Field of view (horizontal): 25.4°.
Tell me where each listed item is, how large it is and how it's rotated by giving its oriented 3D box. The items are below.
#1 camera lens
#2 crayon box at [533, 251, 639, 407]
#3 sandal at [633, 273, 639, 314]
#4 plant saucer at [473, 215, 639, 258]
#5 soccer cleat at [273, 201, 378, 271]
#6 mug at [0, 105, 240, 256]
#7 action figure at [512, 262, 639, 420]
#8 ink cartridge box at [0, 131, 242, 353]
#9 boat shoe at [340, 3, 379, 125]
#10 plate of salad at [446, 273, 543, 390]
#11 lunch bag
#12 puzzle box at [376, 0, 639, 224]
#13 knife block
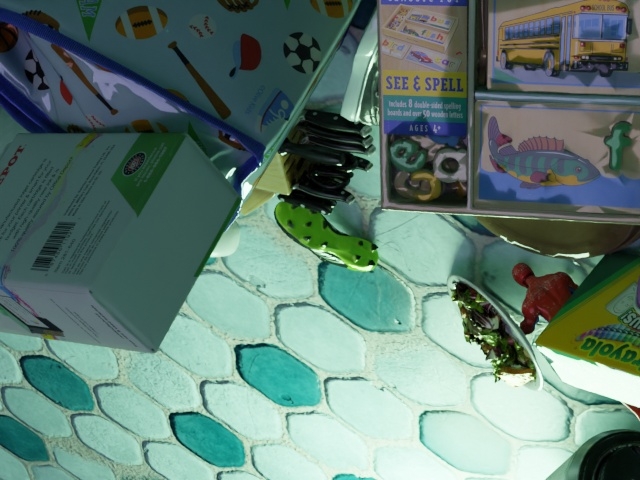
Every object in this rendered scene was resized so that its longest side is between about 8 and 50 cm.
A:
[{"bbox_3d":[0.419,0.417,2.079,0.219,0.219,0.274,29,146,1],"label":"camera lens"},{"bbox_3d":[0.406,0.114,1.683,0.081,0.165,0.278,51,161,-27],"label":"crayon box"},{"bbox_3d":[0.444,-0.073,1.509,0.102,0.169,0.416,31,133,-7],"label":"sandal"},{"bbox_3d":[0.274,-0.072,1.732,0.278,0.041,0.278,20,143,16],"label":"plant saucer"},{"bbox_3d":[0.000,0.000,1.979,0.179,0.060,0.072,29,155,-27],"label":"soccer cleat"},{"bbox_3d":[-0.281,-0.028,1.965,0.374,0.276,0.328,2,-167,-45],"label":"mug"},{"bbox_3d":[0.349,0.144,1.875,0.280,0.091,0.139,49,168,18],"label":"action figure"},{"bbox_3d":[-0.252,-0.004,1.494,0.278,0.201,0.117,3,145,41],"label":"ink cartridge box"},{"bbox_3d":[0.079,-0.206,1.674,0.076,0.080,0.228,21,146,2],"label":"boat shoe"},{"bbox_3d":[0.231,0.132,1.946,0.200,0.048,0.200,50,169,14],"label":"plate of salad"},{"bbox_3d":[-0.185,-0.248,1.596,0.385,0.328,0.239,29,147,-2],"label":"lunch bag"},{"bbox_3d":[0.258,-0.149,1.381,0.409,0.052,0.272,3,116,12],"label":"puzzle box"},{"bbox_3d":[-0.072,-0.141,1.853,0.275,0.088,0.242,40,143,-13],"label":"knife block"}]
